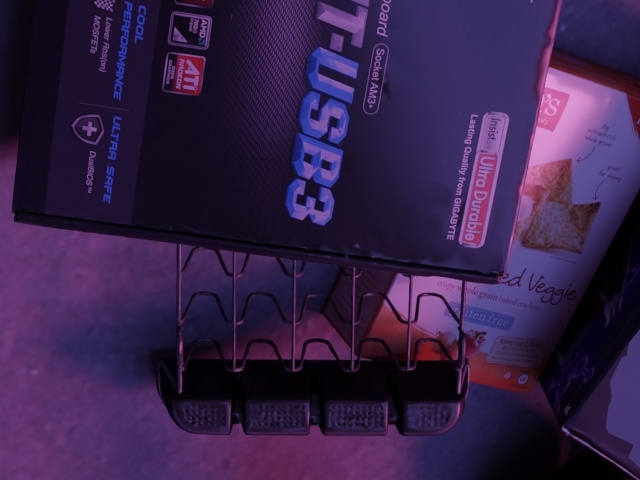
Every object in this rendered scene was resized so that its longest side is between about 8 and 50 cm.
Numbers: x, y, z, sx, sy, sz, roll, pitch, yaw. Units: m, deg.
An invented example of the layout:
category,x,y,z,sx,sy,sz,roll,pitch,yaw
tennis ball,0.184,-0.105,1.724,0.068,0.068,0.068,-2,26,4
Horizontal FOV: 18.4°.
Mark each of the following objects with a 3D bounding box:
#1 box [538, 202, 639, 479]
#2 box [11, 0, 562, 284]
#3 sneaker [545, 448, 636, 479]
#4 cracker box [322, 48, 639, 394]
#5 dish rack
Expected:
category,x,y,z,sx,sy,sz,roll,pitch,yaw
box,0.266,0.027,1.362,0.103,0.184,0.261,34,99,-11
box,-0.013,-0.136,1.121,0.293,0.073,0.295,9,111,-5
sneaker,0.240,0.219,1.421,0.110,0.283,0.122,-40,102,-33
cracker box,0.122,-0.018,1.342,0.156,0.067,0.232,14,110,-32
dish rack,0.000,0.000,1.246,0.208,0.074,0.271,0,108,-4
